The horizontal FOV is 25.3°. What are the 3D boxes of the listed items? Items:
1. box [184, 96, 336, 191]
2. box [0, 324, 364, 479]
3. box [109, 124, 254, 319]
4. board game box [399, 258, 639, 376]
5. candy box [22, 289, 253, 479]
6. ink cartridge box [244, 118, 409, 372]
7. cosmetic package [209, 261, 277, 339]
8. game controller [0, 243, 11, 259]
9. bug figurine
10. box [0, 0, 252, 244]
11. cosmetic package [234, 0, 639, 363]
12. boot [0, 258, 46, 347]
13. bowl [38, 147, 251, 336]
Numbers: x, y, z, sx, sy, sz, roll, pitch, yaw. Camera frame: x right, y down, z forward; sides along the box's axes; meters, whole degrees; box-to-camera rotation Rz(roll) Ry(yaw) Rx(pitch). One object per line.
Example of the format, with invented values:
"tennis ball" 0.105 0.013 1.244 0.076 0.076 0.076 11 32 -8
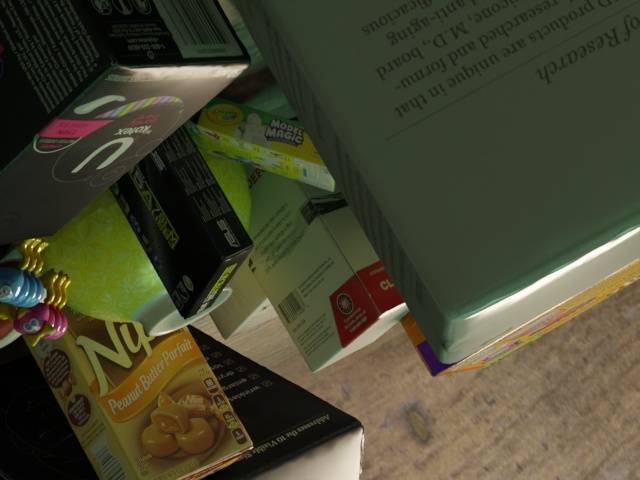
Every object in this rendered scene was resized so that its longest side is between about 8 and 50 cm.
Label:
"box" -0.064 -0.108 1.559 0.105 0.179 0.043 92 15 -78
"box" -0.269 0.367 2.086 0.480 0.472 0.297 -19 121 -40
"box" -0.153 -0.032 1.495 0.045 0.191 0.184 -26 169 -24
"board game box" 0.256 -0.056 1.984 0.356 0.356 0.356 -32 169 14
"candy box" -0.246 0.175 1.846 0.183 0.316 0.087 -19 164 -43
"ink cartridge box" 0.000 0.000 1.816 0.114 0.273 0.197 -25 168 -35
"cosmetic package" -0.079 0.019 2.003 0.151 0.151 0.184 -23 167 -35
"game controller" -0.315 -0.043 1.420 0.319 0.067 0.166 -38 -179 38
"bug figurine" -0.372 0.106 1.520 0.279 0.072 0.216 -35 163 11
"box" -0.215 -0.116 1.092 0.270 0.143 0.165 -36 167 33
"cosmetic package" 0.146 -0.153 1.187 0.327 0.394 0.329 -29 170 -2
"boot" -0.442 0.096 1.617 0.244 0.088 0.176 -29 168 17
"bowl" -0.192 0.021 1.725 0.289 0.156 0.289 -28 168 -6
